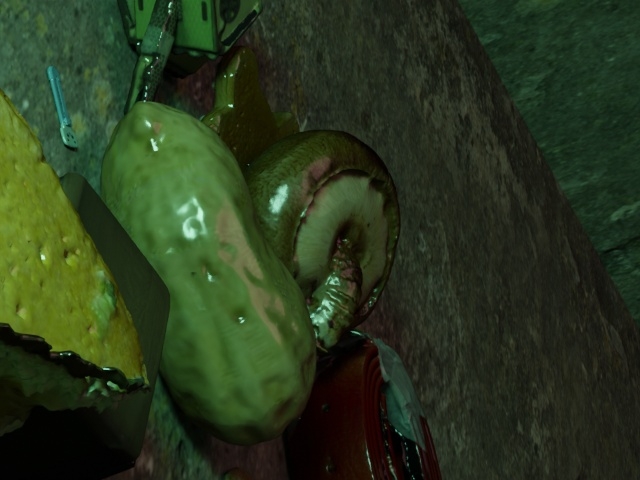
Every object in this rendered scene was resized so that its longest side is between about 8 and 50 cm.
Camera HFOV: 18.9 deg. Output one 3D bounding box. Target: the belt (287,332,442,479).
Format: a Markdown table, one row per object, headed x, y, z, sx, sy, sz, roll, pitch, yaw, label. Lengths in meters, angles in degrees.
| x | y | z | sx | sy | sz | roll | pitch | yaw | label |
| --- | --- | --- | --- | --- | --- | --- | --- | --- | --- |
| 0.057 | 0.273 | 2.328 | 0.227 | 0.115 | 0.324 | 43 | 34 | -53 | belt |

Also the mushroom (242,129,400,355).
| x | y | z | sx | sy | sz | roll | pitch | yaw | label |
| --- | --- | --- | --- | --- | --- | --- | --- | --- | --- |
| -0.013 | 0.004 | 2.298 | 0.297 | 0.163 | 0.278 | 49 | 50 | -53 | mushroom |

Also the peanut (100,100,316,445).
| x | y | z | sx | sy | sz | roll | pitch | yaw | label |
| --- | --- | --- | --- | --- | --- | --- | --- | --- | --- |
| -0.120 | 0.031 | 2.048 | 0.387 | 0.169 | 0.192 | 69 | 15 | 2 | peanut |

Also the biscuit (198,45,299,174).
| x | y | z | sx | sy | sz | roll | pitch | yaw | label |
| --- | --- | --- | --- | --- | --- | --- | --- | --- | --- |
| -0.081 | -0.087 | 2.367 | 0.301 | 0.049 | 0.197 | 57 | 47 | -50 | biscuit |

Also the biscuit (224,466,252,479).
| x | y | z | sx | sy | sz | roll | pitch | yaw | label |
| --- | --- | --- | --- | --- | --- | --- | --- | --- | --- |
| -0.074 | 0.317 | 2.090 | 0.071 | 0.018 | 0.147 | 21 | 49 | -66 | biscuit |

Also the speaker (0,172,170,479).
| x | y | z | sx | sy | sz | roll | pitch | yaw | label |
| --- | --- | --- | --- | --- | --- | --- | --- | --- | --- |
| -0.248 | 0.089 | 1.692 | 0.192 | 0.153 | 0.231 | 55 | 24 | -33 | speaker |

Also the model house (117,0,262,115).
| x | y | z | sx | sy | sz | roll | pitch | yaw | label |
| --- | --- | --- | --- | --- | --- | --- | --- | --- | --- |
| -0.161 | -0.253 | 2.286 | 0.218 | 0.204 | 0.279 | 26 | 76 | -59 | model house |

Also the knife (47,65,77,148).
| x | y | z | sx | sy | sz | roll | pitch | yaw | label |
| --- | --- | --- | --- | --- | --- | --- | --- | --- | --- |
| -0.276 | -0.144 | 2.056 | 0.027 | 0.010 | 0.096 | 19 | 52 | -64 | knife |

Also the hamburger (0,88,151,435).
| x | y | z | sx | sy | sz | roll | pitch | yaw | label |
| --- | --- | --- | --- | --- | --- | --- | --- | --- | --- |
| -0.341 | -0.008 | 1.392 | 0.445 | 0.268 | 0.287 | 30 | 44 | -52 | hamburger |
